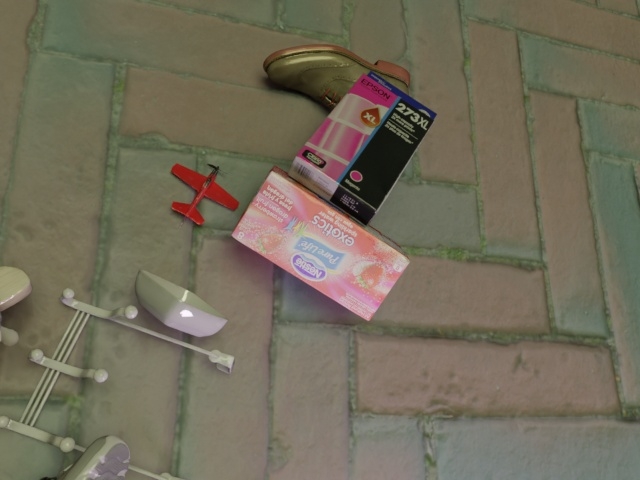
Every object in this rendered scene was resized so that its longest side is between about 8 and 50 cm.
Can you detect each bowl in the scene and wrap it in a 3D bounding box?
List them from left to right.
[{"bbox_3d":[-0.243,0.114,1.056,0.142,0.142,0.053,35,83,-52],"label":"bowl"}]

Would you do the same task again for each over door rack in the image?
[{"bbox_3d":[-0.316,0.241,1.008,0.324,0.108,0.240,25,65,-11],"label":"over door rack"}]

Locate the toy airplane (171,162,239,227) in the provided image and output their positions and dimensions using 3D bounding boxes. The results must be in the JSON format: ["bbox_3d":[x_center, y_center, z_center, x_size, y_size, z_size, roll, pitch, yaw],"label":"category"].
[{"bbox_3d":[-0.236,-0.090,1.203,0.151,0.028,0.151,7,69,-20],"label":"toy airplane"}]

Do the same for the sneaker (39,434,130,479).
[{"bbox_3d":[-0.393,0.378,0.881,0.115,0.105,0.281,40,87,27],"label":"sneaker"}]

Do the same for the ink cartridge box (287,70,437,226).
[{"bbox_3d":[0.102,-0.206,1.201,0.175,0.069,0.371,34,52,1],"label":"ink cartridge box"}]

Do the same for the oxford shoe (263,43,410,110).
[{"bbox_3d":[0.046,-0.332,1.348,0.348,0.123,0.130,4,72,-20],"label":"oxford shoe"}]

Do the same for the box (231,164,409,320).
[{"bbox_3d":[0.000,0.000,1.164,0.300,0.154,0.142,32,98,-8],"label":"box"}]

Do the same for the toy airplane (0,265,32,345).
[{"bbox_3d":[-0.627,0.171,0.819,0.384,0.272,0.386,16,63,-17],"label":"toy airplane"}]
